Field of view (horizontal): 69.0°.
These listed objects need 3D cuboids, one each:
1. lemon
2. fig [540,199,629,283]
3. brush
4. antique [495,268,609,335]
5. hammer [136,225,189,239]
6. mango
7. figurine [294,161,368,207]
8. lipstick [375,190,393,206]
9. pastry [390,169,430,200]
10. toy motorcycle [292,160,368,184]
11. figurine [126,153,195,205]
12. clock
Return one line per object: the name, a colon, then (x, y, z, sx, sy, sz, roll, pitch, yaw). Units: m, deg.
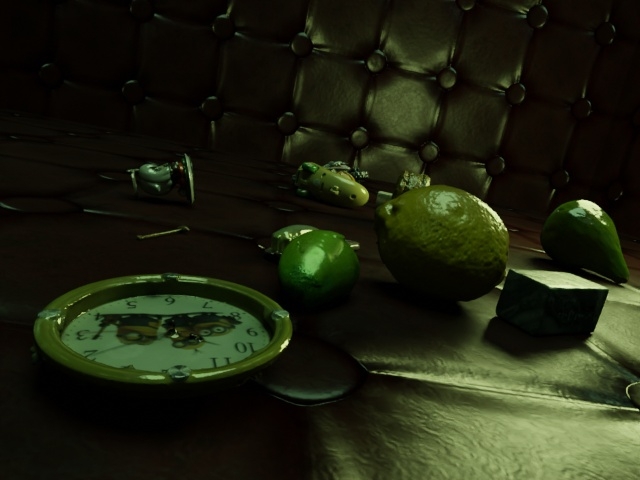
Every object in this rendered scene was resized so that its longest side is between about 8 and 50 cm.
lemon: (0.215, 0.005, 0.833, 0.260, 0.204, 0.204, 27, 14, 4)
fig: (0.799, 0.015, 1.368, 0.206, 0.206, 0.275, 2, 38, -37)
brush: (0.002, -0.001, 0.977, 0.072, 0.067, 0.313, 19, 13, 32)
antique: (0.407, 0.106, 0.809, 0.183, 0.088, 0.086, 4, 16, -30)
hammer: (-0.297, -0.013, 0.879, 0.029, 0.014, 0.123, 7, 13, 25)
mango: (-0.003, 0.040, 0.717, 0.119, 0.100, 0.178, 17, 22, 14)
figurine: (0.045, -0.208, 1.762, 0.324, 0.124, 0.222, 24, 18, 29)
lipstick: (0.343, -0.134, 1.797, 0.252, 0.077, 0.079, 17, 14, 20)
pastry: (0.279, -0.128, 1.489, 0.103, 0.189, 0.189, 18, 14, 6)
toy motorcycle: (0.035, -0.268, 2.000, 0.327, 0.143, 0.188, -7, 12, -11)
figurine: (-0.397, -0.145, 1.163, 0.153, 0.132, 0.132, -8, 19, -18)
clock: (-0.145, 0.094, 0.456, 0.237, 0.057, 0.237, 9, 14, -2)
